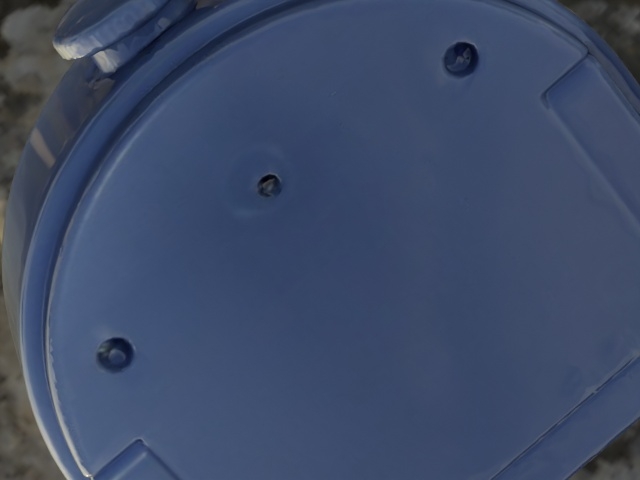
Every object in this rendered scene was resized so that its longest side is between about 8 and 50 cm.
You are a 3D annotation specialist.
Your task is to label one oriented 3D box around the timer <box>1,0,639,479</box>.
[{"bbox_3d":[0.000,0.000,1.019,0.395,0.173,0.395,-5,110,-13],"label":"timer"}]
